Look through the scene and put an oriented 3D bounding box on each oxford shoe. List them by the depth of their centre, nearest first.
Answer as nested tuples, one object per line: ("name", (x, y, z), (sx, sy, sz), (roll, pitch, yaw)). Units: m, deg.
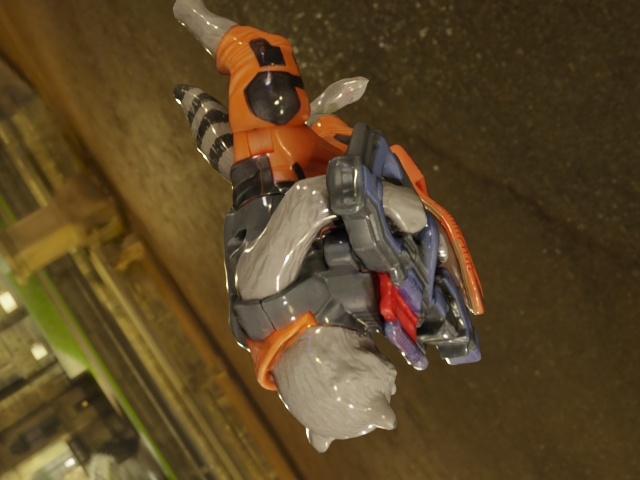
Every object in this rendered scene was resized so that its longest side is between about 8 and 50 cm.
("oxford shoe", (0.106, 0.000, 1.250), (0.271, 0.098, 0.097), (61, 176, 47))

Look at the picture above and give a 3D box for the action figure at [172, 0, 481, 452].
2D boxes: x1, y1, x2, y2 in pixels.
("action figure", (0.000, 0.000, 0.779), (0.341, 0.178, 0.330), (56, -161, -54))
